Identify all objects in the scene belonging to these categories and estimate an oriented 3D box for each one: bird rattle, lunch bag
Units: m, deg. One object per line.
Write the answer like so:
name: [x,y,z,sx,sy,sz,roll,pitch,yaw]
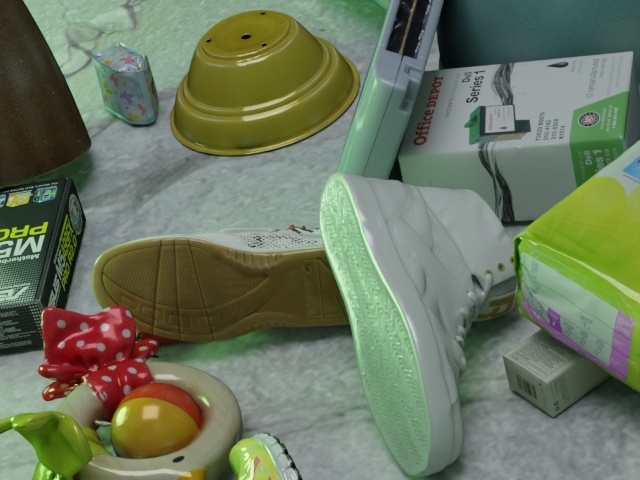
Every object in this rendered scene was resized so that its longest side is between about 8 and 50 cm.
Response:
bird rattle: [-0.168,0.163,1.672,0.207,0.143,0.253,8,27,12]
lunch bag: [-0.212,-0.174,2.163,0.053,0.071,0.083,-27,34,-22]

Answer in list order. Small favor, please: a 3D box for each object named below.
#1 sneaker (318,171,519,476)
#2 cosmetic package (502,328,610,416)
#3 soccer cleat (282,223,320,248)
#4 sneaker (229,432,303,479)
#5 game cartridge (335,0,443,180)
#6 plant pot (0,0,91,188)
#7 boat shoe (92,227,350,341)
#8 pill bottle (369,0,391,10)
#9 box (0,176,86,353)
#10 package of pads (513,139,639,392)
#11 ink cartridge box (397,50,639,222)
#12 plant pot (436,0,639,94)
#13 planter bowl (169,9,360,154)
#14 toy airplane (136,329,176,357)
sneaker: [0.115,0.065,1.663,0.169,0.108,0.292,2,55,-26]
cosmetic package: [0.218,0.095,1.641,0.115,0.041,0.060,-31,38,-21]
soccer cleat: [0.000,0.000,1.875,0.083,0.029,0.036,-4,45,22]
sneaker: [-0.047,0.231,1.522,0.094,0.081,0.208,-23,35,-6]
game cartridge: [0.068,-0.152,1.915,0.060,0.196,0.294,15,37,2]
plant pot: [-0.375,-0.187,2.060,0.215,0.230,0.215,-11,17,3]
boat shoe: [-0.070,0.036,1.798,0.277,0.098,0.096,1,13,4]
pill bottle: [0.064,-0.356,2.243,0.146,0.146,0.264,-30,37,-19]
box: [-0.384,0.038,1.943,0.270,0.060,0.216,-9,34,10]
package of pads: [0.328,0.039,1.576,0.229,0.101,0.296,-37,52,-28]
ink cartridge box: [0.195,-0.097,1.875,0.219,0.092,0.160,-4,36,16]
plant pot: [0.249,-0.276,2.014,0.293,0.196,0.293,-11,34,8]
planter bowl: [-0.072,-0.191,2.115,0.217,0.090,0.217,-11,34,8]
toy airplane: [-0.158,0.063,1.846,0.151,0.028,0.151,-12,35,8]
